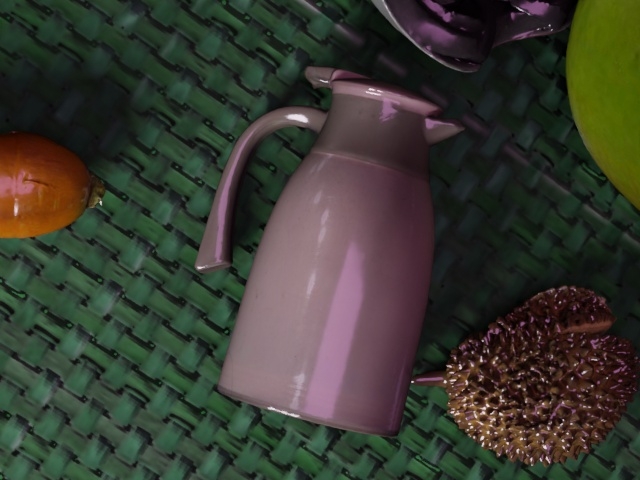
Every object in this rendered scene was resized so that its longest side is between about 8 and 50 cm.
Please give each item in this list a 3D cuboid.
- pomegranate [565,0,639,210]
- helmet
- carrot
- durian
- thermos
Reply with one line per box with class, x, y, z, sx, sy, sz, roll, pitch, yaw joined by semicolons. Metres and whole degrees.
pomegranate;0.275;-0.127;0.840;0.310;0.216;0.358;-47;133;8
helmet;0.081;-0.187;0.893;0.177;0.107;0.153;-30;123;-25
carrot;-0.251;-0.044;0.869;0.271;0.062;0.066;10;127;-8
durian;0.126;0.084;0.950;0.140;0.071;0.111;-3;96;-6
thermos;0.000;0.000;0.907;0.137;0.105;0.193;13;89;19
